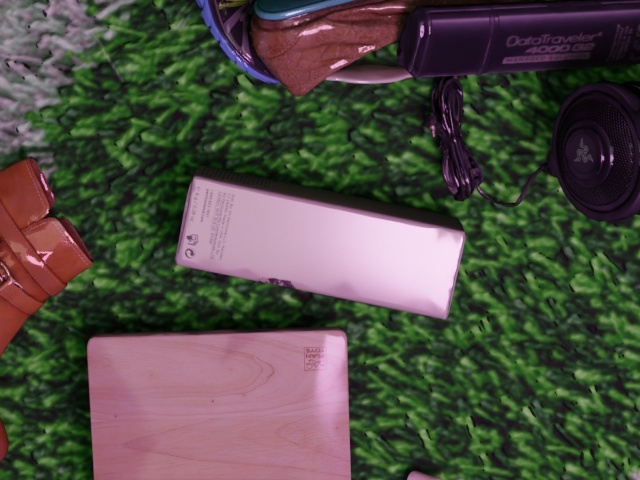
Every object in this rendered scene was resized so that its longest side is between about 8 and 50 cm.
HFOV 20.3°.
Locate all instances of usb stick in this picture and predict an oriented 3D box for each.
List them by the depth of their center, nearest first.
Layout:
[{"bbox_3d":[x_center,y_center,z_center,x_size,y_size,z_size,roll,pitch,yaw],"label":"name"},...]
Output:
[{"bbox_3d":[0.206,-0.198,1.726,0.278,0.045,0.077,-5,130,-22],"label":"usb stick"}]

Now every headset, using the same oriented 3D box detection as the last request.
[{"bbox_3d":[0.296,-0.113,1.711,0.394,0.243,0.185,-13,86,26],"label":"headset"}]

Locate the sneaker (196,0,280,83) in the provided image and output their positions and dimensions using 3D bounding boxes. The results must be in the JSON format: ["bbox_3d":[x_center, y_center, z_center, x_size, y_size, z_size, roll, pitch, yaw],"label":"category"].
[{"bbox_3d":[-0.080,-0.241,1.765,0.078,0.067,0.188,-26,94,10],"label":"sneaker"}]

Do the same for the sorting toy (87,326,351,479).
[{"bbox_3d":[-0.099,0.212,1.819,0.257,0.089,0.255,-2,98,0],"label":"sorting toy"}]

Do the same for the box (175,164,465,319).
[{"bbox_3d":[0.000,0.000,1.778,0.275,0.113,0.094,12,99,0],"label":"box"}]

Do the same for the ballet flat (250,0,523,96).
[{"bbox_3d":[0.102,-0.225,1.745,0.342,0.116,0.124,-22,121,-7],"label":"ballet flat"}]

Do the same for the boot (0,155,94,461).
[{"bbox_3d":[-0.324,0.073,1.805,0.220,0.109,0.283,-27,90,0],"label":"boot"}]

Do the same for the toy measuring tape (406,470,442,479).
[{"bbox_3d":[0.068,0.405,1.829,0.121,0.121,0.330,5,99,0],"label":"toy measuring tape"}]
